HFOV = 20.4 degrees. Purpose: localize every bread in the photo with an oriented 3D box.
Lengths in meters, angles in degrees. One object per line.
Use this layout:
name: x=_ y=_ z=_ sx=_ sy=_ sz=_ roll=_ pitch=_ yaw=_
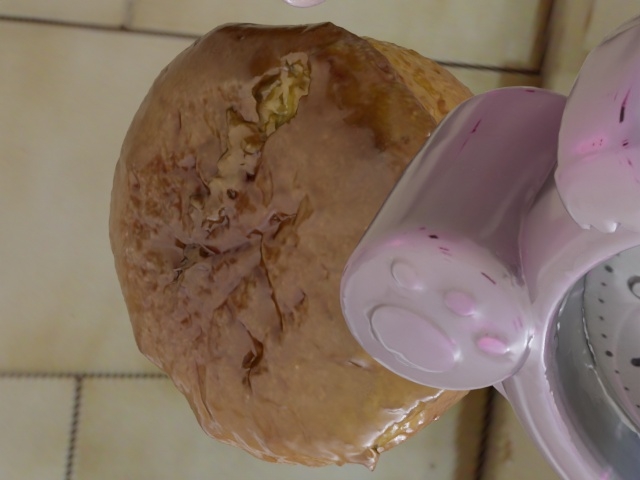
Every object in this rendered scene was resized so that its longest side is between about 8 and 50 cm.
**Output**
bread: x=-0.002 y=-0.005 z=1.197 sx=0.172 sy=0.312 sz=0.312 roll=-13 pitch=112 yaw=-50

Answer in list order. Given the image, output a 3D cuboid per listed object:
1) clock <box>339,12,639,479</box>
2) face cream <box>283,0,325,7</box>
clock: x=0.194 y=0.037 z=0.605 sx=0.295 sy=0.322 sz=0.113 roll=45 pitch=55 yaw=-14
face cream: x=-0.051 y=-0.196 z=0.984 sx=0.084 sy=0.198 sz=0.057 roll=-36 pitch=139 yaw=-22
